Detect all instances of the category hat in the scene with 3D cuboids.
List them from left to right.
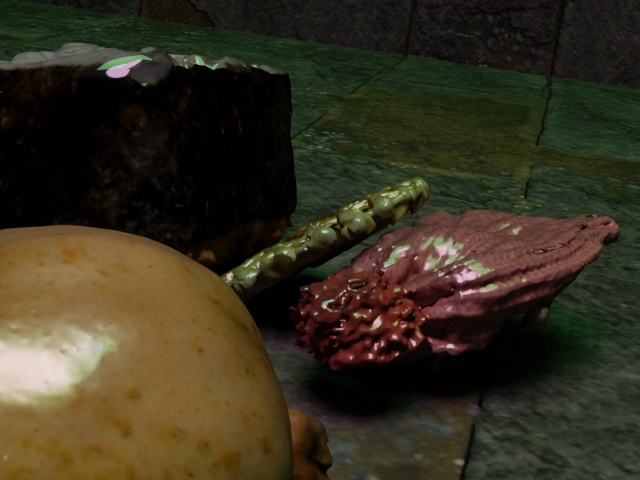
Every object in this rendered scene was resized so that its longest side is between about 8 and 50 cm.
[{"bbox_3d":[0.081,0.040,0.737,0.236,0.107,0.286,-15,4,35],"label":"hat"}]

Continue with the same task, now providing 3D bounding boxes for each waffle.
[{"bbox_3d":[0.000,0.000,0.789,0.183,0.036,0.169,-29,-1,29],"label":"waffle"}]

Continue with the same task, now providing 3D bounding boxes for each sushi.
[{"bbox_3d":[-0.159,-0.066,0.833,0.234,0.208,0.348,2,9,29],"label":"sushi"}]

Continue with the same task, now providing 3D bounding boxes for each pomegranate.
[{"bbox_3d":[-0.107,0.088,0.402,0.207,0.207,0.207,6,19,-2],"label":"pomegranate"}]
